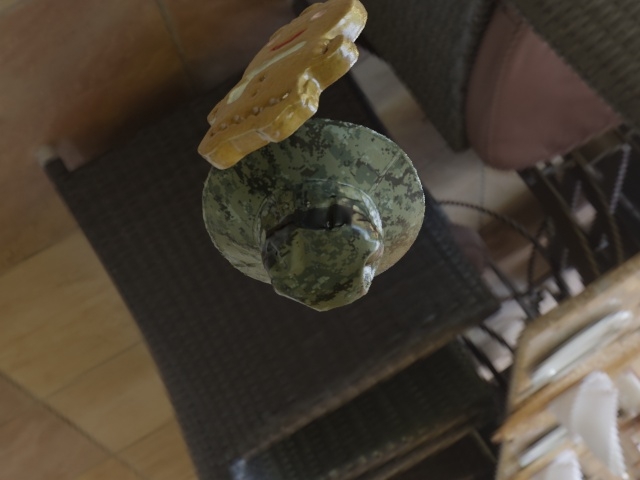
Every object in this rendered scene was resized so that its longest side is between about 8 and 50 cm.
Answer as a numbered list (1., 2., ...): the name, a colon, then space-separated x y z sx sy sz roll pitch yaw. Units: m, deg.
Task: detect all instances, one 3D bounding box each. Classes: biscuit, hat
1. biscuit: -0.032 -0.165 1.088 0.184 0.035 0.249 -21 -151 40
2. hat: 0.000 0.000 1.219 0.266 0.128 0.265 -4 130 -5
